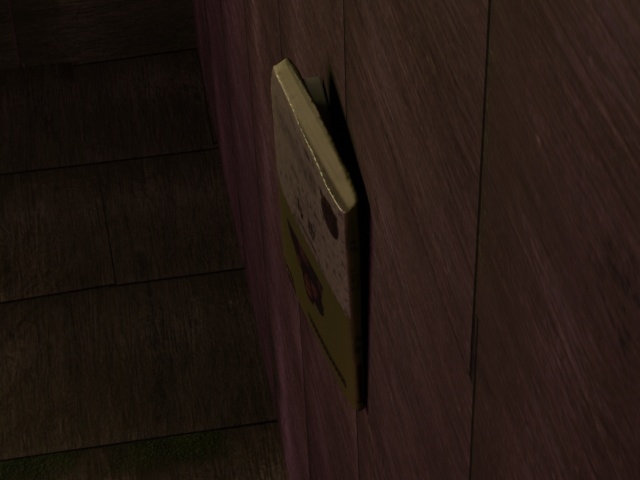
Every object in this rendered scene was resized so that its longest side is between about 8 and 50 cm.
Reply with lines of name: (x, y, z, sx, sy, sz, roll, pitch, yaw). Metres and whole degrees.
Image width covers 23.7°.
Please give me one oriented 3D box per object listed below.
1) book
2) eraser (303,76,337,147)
book: (0.000, 0.000, 1.693, 0.352, 0.035, 0.239, 87, 163, -48)
eraser: (-0.002, -0.102, 1.748, 0.150, 0.023, 0.104, 92, 166, -59)
